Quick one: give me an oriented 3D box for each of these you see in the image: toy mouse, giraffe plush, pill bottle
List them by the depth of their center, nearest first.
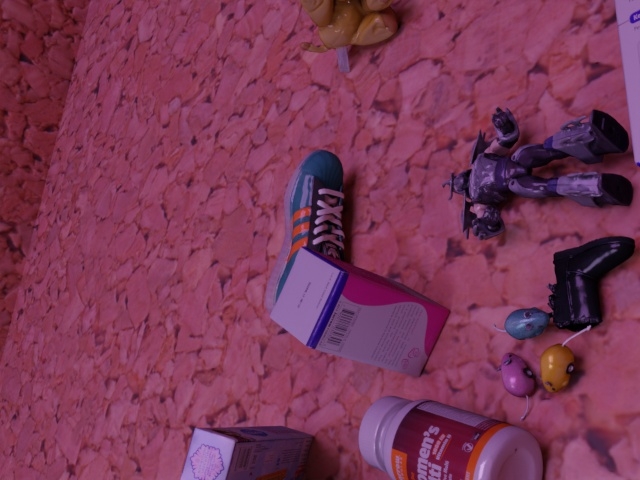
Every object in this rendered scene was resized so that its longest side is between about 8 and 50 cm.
[{"bbox_3d":[0.252,0.140,1.002,0.143,0.031,0.161,44,126,51],"label":"toy mouse"},{"bbox_3d":[0.157,0.270,1.010,0.221,0.121,0.121,6,78,50],"label":"pill bottle"},{"bbox_3d":[0.052,-0.441,1.451,0.210,0.181,0.171,105,172,-56],"label":"giraffe plush"}]

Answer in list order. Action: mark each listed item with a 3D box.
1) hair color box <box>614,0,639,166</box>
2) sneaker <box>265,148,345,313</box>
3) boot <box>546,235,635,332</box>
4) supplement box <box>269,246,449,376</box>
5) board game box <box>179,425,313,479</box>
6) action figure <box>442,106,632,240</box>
[{"bbox_3d":[0.449,-0.248,0.914,0.185,0.110,0.339,-21,60,44],"label":"hair color box"},{"bbox_3d":[0.000,0.000,1.336,0.121,0.108,0.303,14,93,50],"label":"sneaker"},{"bbox_3d":[0.328,0.054,0.967,0.121,0.045,0.099,-23,54,51],"label":"boot"},{"bbox_3d":[0.058,0.103,1.122,0.114,0.220,0.111,30,96,52],"label":"supplement box"},{"bbox_3d":[-0.126,0.425,1.127,0.065,0.318,0.318,12,81,20],"label":"board game box"},{"bbox_3d":[0.267,-0.093,1.066,0.285,0.099,0.186,-6,78,52],"label":"action figure"}]
